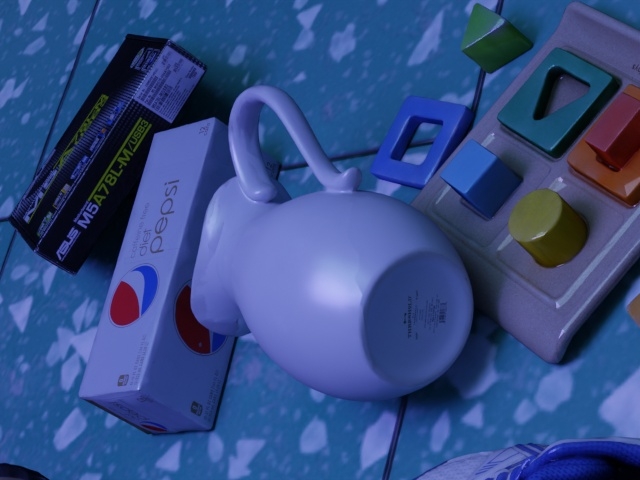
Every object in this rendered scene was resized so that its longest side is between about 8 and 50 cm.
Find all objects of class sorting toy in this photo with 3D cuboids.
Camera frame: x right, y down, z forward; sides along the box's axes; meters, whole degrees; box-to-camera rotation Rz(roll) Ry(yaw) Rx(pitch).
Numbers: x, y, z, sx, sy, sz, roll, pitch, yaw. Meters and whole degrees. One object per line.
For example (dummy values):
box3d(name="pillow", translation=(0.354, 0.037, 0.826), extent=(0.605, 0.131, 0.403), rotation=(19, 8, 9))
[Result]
box3d(name="sorting toy", translation=(0.141, -0.046, 0.991), extent=(0.196, 0.047, 0.347), rotation=(-53, 38, 3))

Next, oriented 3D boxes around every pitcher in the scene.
box3d(name="pitcher", translation=(0.000, 0.000, 1.021), extent=(0.207, 0.125, 0.178), rotation=(21, 117, 55))

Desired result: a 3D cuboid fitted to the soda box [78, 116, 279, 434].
box3d(name="soda box", translation=(-0.099, 0.025, 1.170), extent=(0.069, 0.074, 0.216), rotation=(-11, 56, 41))

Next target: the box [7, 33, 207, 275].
box3d(name="box", translation=(-0.173, -0.074, 1.301), extent=(0.191, 0.045, 0.184), rotation=(-57, 21, -1))

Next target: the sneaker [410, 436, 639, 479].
box3d(name="sneaker", translation=(0.121, 0.136, 0.817), extent=(0.296, 0.131, 0.112), rotation=(-10, 59, 44))

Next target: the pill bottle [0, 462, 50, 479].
box3d(name="pill bottle", translation=(-0.212, 0.265, 1.079), extent=(0.123, 0.123, 0.219), rotation=(-41, 41, 18))
